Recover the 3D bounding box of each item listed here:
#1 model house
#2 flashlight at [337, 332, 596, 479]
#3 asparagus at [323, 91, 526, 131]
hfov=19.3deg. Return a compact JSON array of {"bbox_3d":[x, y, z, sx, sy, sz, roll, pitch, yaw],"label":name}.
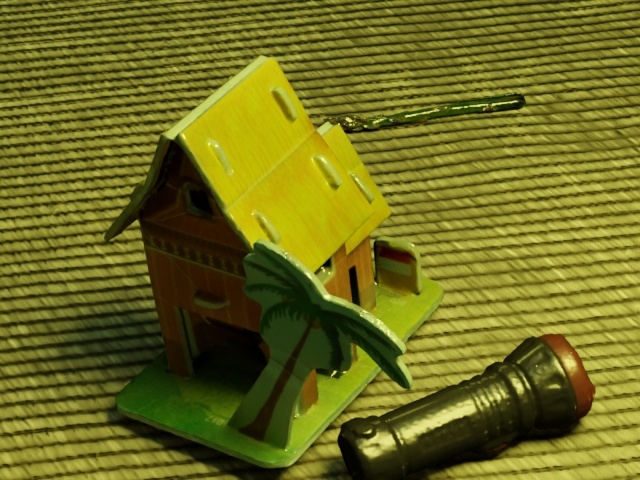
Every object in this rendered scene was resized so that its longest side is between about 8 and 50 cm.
[{"bbox_3d":[0.000,0.000,1.686,0.340,0.324,0.300,16,41,30],"label":"model house"},{"bbox_3d":[0.129,0.161,1.685,0.232,0.093,0.093,-23,41,-15],"label":"flashlight"},{"bbox_3d":[0.118,-0.144,2.125,0.233,0.022,0.023,-8,82,-8],"label":"asparagus"}]
